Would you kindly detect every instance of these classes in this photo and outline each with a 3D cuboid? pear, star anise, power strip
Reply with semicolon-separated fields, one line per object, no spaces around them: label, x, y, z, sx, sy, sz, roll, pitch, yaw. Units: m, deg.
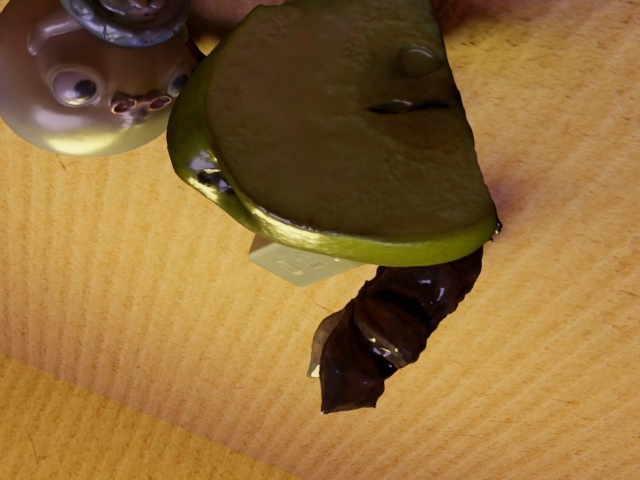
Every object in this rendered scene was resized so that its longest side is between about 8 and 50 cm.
pear;-0.001;-0.088;1.596;0.282;0.286;0.176;-12;162;-10
star anise;0.078;0.105;2.072;0.108;0.315;0.315;40;157;-8
power strip;0.000;0.000;2.216;0.098;0.058;0.338;28;160;-18

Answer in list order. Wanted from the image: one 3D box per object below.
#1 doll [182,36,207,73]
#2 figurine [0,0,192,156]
doll;-0.076;-0.120;1.828;0.363;0.160;0.182;22;175;3
figurine;-0.196;-0.262;1.580;0.227;0.274;0.394;-14;157;-35
